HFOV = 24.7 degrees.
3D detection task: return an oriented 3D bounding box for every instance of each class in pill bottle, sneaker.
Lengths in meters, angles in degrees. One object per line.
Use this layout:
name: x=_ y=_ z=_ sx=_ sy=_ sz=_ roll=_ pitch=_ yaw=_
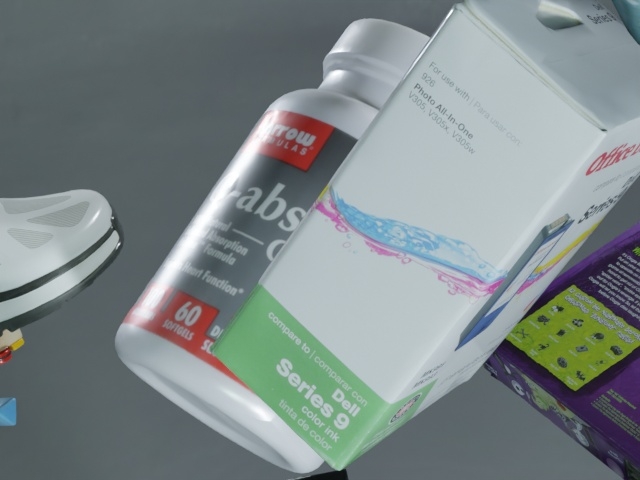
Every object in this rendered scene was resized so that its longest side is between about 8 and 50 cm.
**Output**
pill bottle: x=0.000 y=0.000 z=1.276 sx=0.210 sy=0.210 sz=0.363 roll=24 pitch=74 yaw=31
sneaker: x=-0.394 y=-0.032 z=1.322 sx=0.447 sy=0.258 sz=0.169 roll=-20 pitch=22 yaw=-31

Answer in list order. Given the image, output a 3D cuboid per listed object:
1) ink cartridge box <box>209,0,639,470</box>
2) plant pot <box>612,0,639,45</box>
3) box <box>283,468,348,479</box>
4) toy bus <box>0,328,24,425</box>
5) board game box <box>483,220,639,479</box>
ink cartridge box: x=0.066 y=-0.011 z=0.694 sx=0.093 sy=0.212 sz=0.154 roll=42 pitch=28 yaw=15
plant pot: x=0.189 y=-0.209 z=0.573 sx=0.247 sy=0.248 sz=0.252 roll=-21 pitch=9 yaw=37
box: x=-0.056 y=0.317 z=1.743 sx=0.184 sy=0.191 sz=0.045 roll=-8 pitch=76 yaw=-4
toy bus: x=-0.425 y=0.116 z=1.584 sx=0.104 sy=0.202 sz=0.191 roll=-8 pitch=63 yaw=40
board game box: x=0.300 y=0.110 z=1.080 sx=0.208 sy=0.056 sz=0.347 roll=-35 pitch=40 yaw=-14
